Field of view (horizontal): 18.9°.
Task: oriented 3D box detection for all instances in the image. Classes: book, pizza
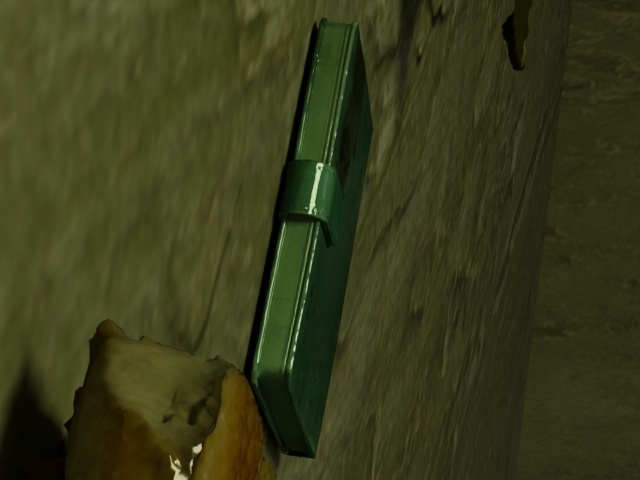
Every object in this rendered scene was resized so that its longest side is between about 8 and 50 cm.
[{"bbox_3d":[0.000,0.000,0.682,0.103,0.017,0.135,77,23,-68],"label":"book"},{"bbox_3d":[-0.040,0.100,0.423,0.134,0.046,0.175,-24,122,-79],"label":"pizza"}]

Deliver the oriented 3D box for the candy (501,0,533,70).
[{"bbox_3d":[0.098,-0.241,0.923,0.297,0.081,0.187,-89,179,-49],"label":"candy"}]
